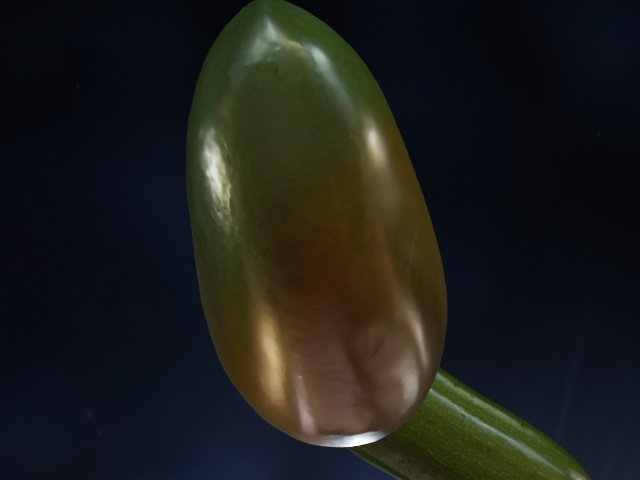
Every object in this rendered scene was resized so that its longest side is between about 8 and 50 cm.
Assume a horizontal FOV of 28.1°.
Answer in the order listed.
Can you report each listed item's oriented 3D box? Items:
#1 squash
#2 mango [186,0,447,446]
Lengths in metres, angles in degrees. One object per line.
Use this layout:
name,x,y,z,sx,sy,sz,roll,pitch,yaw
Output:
squash,0.092,0.161,1.112,0.395,0.107,0.107,32,-62,-11
mango,0.000,0.000,0.579,0.114,0.156,0.251,-8,-31,-6
